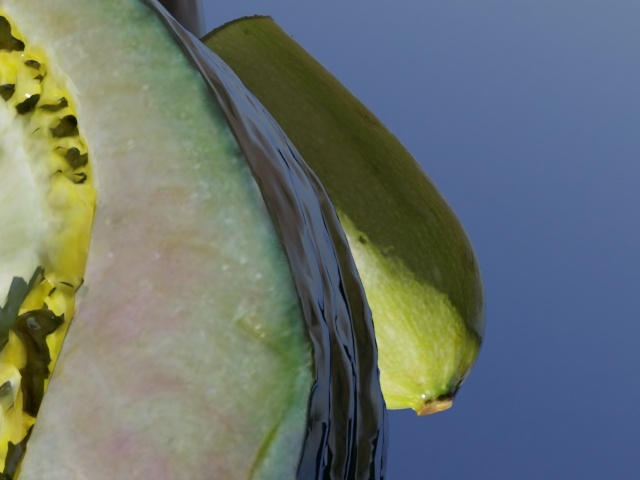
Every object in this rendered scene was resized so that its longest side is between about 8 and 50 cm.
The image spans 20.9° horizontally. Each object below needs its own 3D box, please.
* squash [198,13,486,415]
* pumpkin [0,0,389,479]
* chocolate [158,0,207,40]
[{"bbox_3d":[0.000,0.000,0.775,0.186,0.123,0.123,46,-151,19],"label":"squash"},{"bbox_3d":[-0.109,0.070,0.509,0.263,0.293,0.197,47,-175,19],"label":"pumpkin"},{"bbox_3d":[-0.238,-0.112,1.022,0.331,0.383,0.383,26,-160,-11],"label":"chocolate"}]
